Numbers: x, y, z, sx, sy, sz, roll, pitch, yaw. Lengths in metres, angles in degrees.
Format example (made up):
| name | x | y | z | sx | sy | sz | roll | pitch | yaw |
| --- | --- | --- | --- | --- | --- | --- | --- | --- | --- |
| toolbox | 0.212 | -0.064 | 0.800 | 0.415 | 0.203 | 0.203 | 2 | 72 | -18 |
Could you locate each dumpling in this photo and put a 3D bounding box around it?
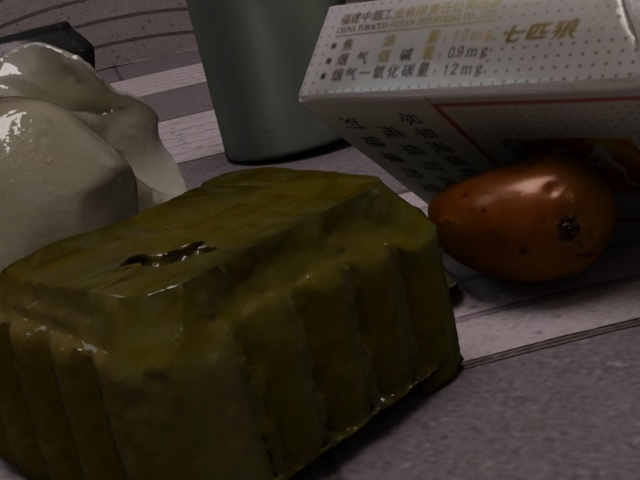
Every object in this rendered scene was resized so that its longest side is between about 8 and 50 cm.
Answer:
| name | x | y | z | sx | sy | sz | roll | pitch | yaw |
| --- | --- | --- | --- | --- | --- | --- | --- | --- | --- |
| dumpling | -0.226 | -0.006 | 0.811 | 0.243 | 0.187 | 0.318 | 19 | 52 | -20 |

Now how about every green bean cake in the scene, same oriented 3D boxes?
| name | x | y | z | sx | sy | sz | roll | pitch | yaw |
| --- | --- | --- | --- | --- | --- | --- | --- | --- | --- |
| green bean cake | -0.069 | 0.044 | 0.573 | 0.233 | 0.124 | 0.236 | 6 | 25 | 45 |

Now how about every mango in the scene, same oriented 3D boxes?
| name | x | y | z | sx | sy | sz | roll | pitch | yaw |
| --- | --- | --- | --- | --- | --- | --- | --- | --- | --- |
| mango | 0.131 | -0.010 | 0.679 | 0.105 | 0.084 | 0.159 | -12 | -3 | -21 |

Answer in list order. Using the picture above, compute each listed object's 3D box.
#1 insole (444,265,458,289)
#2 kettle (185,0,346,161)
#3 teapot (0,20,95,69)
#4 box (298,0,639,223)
| name | x | y | z | sx | sy | sz | roll | pitch | yaw |
| --- | --- | --- | --- | --- | --- | --- | --- | --- | --- |
| insole | 0.000 | 0.000 | 0.800 | 0.119 | 0.009 | 0.348 | 1 | 11 | -22 |
| kettle | -0.044 | -0.277 | 1.220 | 0.205 | 0.318 | 0.265 | -25 | 18 | -35 |
| teapot | -0.303 | -0.089 | 0.979 | 0.203 | 0.225 | 0.171 | -8 | 15 | 18 |
| box | 0.176 | -0.092 | 0.706 | 0.330 | 0.095 | 0.210 | 6 | -18 | 43 |
